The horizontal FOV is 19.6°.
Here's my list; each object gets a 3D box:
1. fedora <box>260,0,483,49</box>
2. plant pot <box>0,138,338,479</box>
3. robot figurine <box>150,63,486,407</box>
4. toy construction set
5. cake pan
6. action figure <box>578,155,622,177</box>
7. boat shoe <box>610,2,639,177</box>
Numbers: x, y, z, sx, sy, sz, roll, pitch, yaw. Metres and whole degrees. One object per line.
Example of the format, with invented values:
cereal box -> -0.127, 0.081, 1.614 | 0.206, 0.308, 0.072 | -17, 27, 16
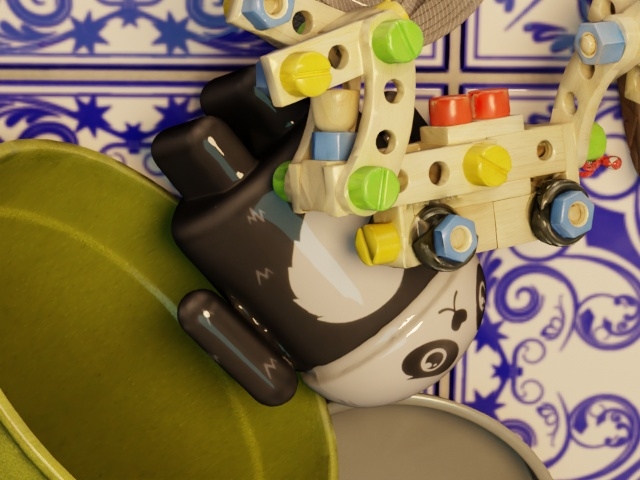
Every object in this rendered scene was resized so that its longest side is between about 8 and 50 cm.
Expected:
fedora -> 0.019, -0.243, 1.326 | 0.243, 0.124, 0.275 | -10, 111, 5
plant pot -> -0.237, 0.176, 1.397 | 0.366, 0.366, 0.353 | 42, 117, -14
robot figurine -> 0.002, -0.001, 1.393 | 0.209, 0.173, 0.278 | -37, 106, 15
toy construction set -> 0.101, -0.092, 1.277 | 0.327, 0.151, 0.215 | -9, 98, -16
cake pan -> 0.060, 0.249, 1.553 | 0.293, 0.054, 0.293 | 0, 111, 0
action figure -> 0.178, -0.068, 1.444 | 0.115, 0.030, 0.038 | 7, 106, -4
boat shoe -> 0.265, -0.176, 1.367 | 0.092, 0.103, 0.285 | -10, 112, -5
